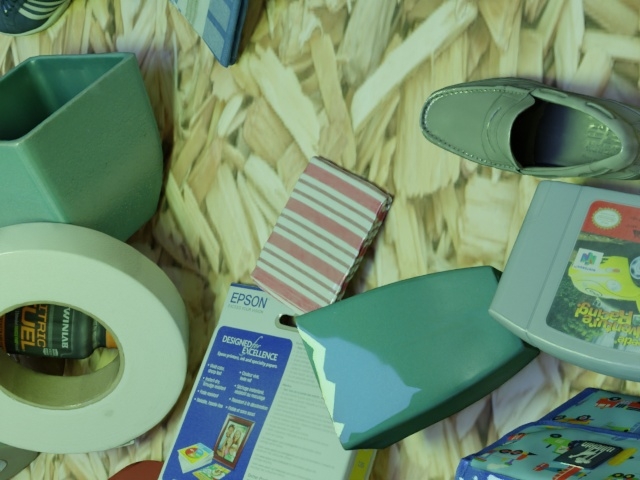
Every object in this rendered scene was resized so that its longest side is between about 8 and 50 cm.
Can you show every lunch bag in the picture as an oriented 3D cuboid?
[{"bbox_3d":[0.295,0.251,1.395,0.221,0.293,0.138,8,98,40],"label":"lunch bag"}]

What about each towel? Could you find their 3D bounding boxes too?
[{"bbox_3d":[-0.181,-0.401,1.897,0.285,0.034,0.209,53,149,26],"label":"towel"},{"bbox_3d":[0.000,0.000,1.797,0.144,0.029,0.197,32,98,34],"label":"towel"}]

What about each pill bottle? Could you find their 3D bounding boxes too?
[{"bbox_3d":[-0.411,0.110,2.049,0.246,0.130,0.130,5,98,-3],"label":"pill bottle"}]

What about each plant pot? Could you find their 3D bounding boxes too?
[{"bbox_3d":[-0.376,-0.103,1.987,0.248,0.247,0.252,4,128,41],"label":"plant pot"},{"bbox_3d":[0.125,0.126,1.607,0.234,0.165,0.165,-25,75,14],"label":"plant pot"}]

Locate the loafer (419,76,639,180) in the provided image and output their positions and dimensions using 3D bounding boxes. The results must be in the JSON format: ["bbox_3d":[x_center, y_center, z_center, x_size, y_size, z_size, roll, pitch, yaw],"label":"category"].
[{"bbox_3d":[0.236,-0.129,1.545,0.319,0.111,0.112,9,98,40],"label":"loafer"}]

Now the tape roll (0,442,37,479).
[{"bbox_3d":[-0.574,0.351,2.209,0.219,0.219,0.072,-41,66,35],"label":"tape roll"}]

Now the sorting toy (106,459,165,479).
[{"bbox_3d":[-0.167,0.453,1.962,0.365,0.127,0.126,24,137,35],"label":"sorting toy"}]

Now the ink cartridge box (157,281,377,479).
[{"bbox_3d":[-0.048,0.225,1.819,0.304,0.072,0.307,8,71,41],"label":"ink cartridge box"}]

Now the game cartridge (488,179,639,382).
[{"bbox_3d":[0.331,0.049,1.442,0.294,0.060,0.196,12,75,34],"label":"game cartridge"}]

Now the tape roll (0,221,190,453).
[{"bbox_3d":[-0.379,0.148,1.950,0.392,0.392,0.072,-52,23,30],"label":"tape roll"}]

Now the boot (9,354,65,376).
[{"bbox_3d":[-0.422,0.093,2.145,0.115,0.112,0.305,0,90,31],"label":"boot"}]

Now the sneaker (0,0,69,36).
[{"bbox_3d":[-0.447,-0.410,2.099,0.350,0.148,0.131,-19,81,43],"label":"sneaker"}]
